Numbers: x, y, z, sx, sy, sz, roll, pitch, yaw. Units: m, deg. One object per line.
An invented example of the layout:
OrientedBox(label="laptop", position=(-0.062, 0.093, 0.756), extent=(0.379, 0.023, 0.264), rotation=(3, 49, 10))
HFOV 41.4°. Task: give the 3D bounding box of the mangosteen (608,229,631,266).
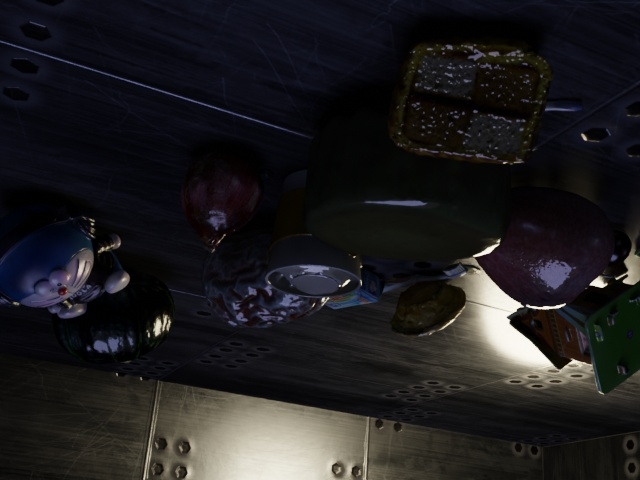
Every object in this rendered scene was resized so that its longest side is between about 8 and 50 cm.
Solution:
OrientedBox(label="mangosteen", position=(0.616, 0.014, 1.794), extent=(0.081, 0.081, 0.081), rotation=(4, 157, 2))

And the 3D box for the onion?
OrientedBox(label="onion", position=(-0.191, -0.068, 1.594), extent=(0.159, 0.195, 0.159), rotation=(12, 159, 5))

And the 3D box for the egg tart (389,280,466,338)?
OrientedBox(label="egg tart", position=(0.262, 0.161, 2.119), extent=(0.212, 0.212, 0.090), rotation=(-15, 110, 38))

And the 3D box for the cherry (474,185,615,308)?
OrientedBox(label="cherry", position=(0.421, 0.009, 1.644), extent=(0.307, 0.221, 0.261), rotation=(20, 148, -3))

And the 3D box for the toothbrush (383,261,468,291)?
OrientedBox(label="toothbrush", position=(0.213, 0.105, 2.147), extent=(0.375, 0.028, 0.037), rotation=(-17, 127, 42))

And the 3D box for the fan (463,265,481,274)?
OrientedBox(label="fan", position=(0.352, 0.075, 2.081), extent=(0.080, 0.003, 0.060), rotation=(-5, 155, 22))

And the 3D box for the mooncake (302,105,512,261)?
OrientedBox(label="mooncake", position=(0.149, -0.092, 1.448), extent=(0.356, 0.194, 0.356), rotation=(5, 164, 1))

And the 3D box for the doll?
OrientedBox(label="doll", position=(-0.605, 0.044, 1.907), extent=(0.284, 0.240, 0.310), rotation=(-44, 160, 7))

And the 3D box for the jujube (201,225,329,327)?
OrientedBox(label="jujube", position=(-0.118, 0.083, 1.903), extent=(0.317, 0.226, 0.226), rotation=(-6, 155, 29))

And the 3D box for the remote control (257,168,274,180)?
OrientedBox(label="remote control", position=(-0.135, -0.121, 1.687), extent=(0.091, 0.016, 0.034), rotation=(-14, 147, 36))

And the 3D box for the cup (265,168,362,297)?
OrientedBox(label="cup", position=(0.000, 0.000, 1.681), extent=(0.185, 0.226, 0.241), rotation=(-5, 157, 19))

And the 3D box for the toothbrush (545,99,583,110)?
OrientedBox(label="toothbrush", position=(0.289, -0.210, 1.386), extent=(0.269, 0.021, 0.027), rotation=(-3, 162, 16))

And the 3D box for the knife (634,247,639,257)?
OrientedBox(label="knife", position=(0.804, 0.042, 1.902), extent=(0.212, 0.015, 0.054), rotation=(7, 158, -6))

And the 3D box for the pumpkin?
OrientedBox(label="pumpkin", position=(-0.528, 0.207, 2.192), extent=(0.315, 0.238, 0.315), rotation=(-6, -171, 1))

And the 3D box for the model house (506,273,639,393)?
OrientedBox(label="model house", position=(0.615, 0.122, 2.007), extent=(0.300, 0.340, 0.323), rotation=(-28, -159, -26))

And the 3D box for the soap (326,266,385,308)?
OrientedBox(label="soap", position=(0.024, 0.095, 2.094), extent=(0.156, 0.077, 0.293), rotation=(-13, 151, 36))

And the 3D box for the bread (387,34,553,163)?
OrientedBox(label="bread", position=(0.212, -0.205, 1.226), extent=(0.222, 0.181, 0.096), rotation=(6, -166, 0))
